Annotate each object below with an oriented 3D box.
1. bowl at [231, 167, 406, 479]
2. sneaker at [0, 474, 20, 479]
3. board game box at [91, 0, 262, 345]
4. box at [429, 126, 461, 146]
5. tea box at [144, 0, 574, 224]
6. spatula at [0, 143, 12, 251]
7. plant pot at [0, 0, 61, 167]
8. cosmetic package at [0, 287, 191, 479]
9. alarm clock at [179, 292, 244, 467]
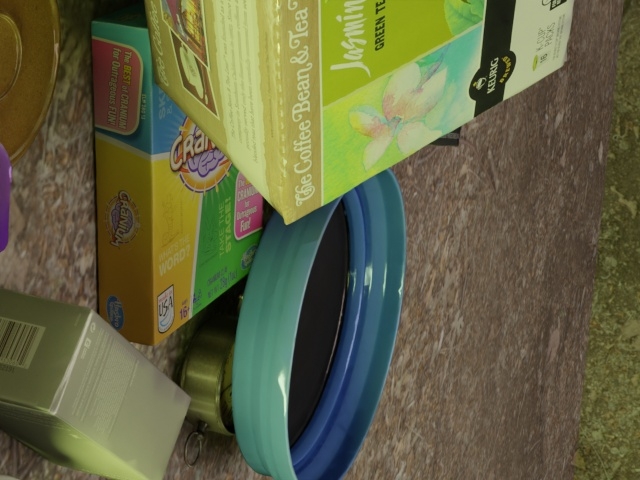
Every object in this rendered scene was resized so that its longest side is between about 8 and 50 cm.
[{"bbox_3d":[0.002,0.097,1.843,0.391,0.077,0.391,10,90,-71],"label":"bowl"},{"bbox_3d":[-0.267,0.255,1.287,0.114,0.152,0.305,-60,158,-6],"label":"sneaker"},{"bbox_3d":[-0.136,-0.087,1.590,0.242,0.064,0.316,-40,136,-58],"label":"board game box"},{"bbox_3d":[0.105,-0.260,2.000,0.165,0.143,0.270,-8,107,-68],"label":"box"},{"bbox_3d":[0.034,-0.248,1.322,0.323,0.220,0.329,-30,147,-20],"label":"tea box"},{"bbox_3d":[-0.298,0.062,1.272,0.084,0.030,0.296,-2,112,-65],"label":"spatula"},{"bbox_3d":[-0.269,-0.147,1.275,0.236,0.032,0.236,10,90,-68],"label":"plant pot"},{"bbox_3d":[-0.219,0.131,1.405,0.238,0.127,0.107,57,48,-58],"label":"cosmetic package"},{"bbox_3d":[-0.114,0.162,1.761,0.129,0.064,0.192,71,33,-52],"label":"alarm clock"}]
